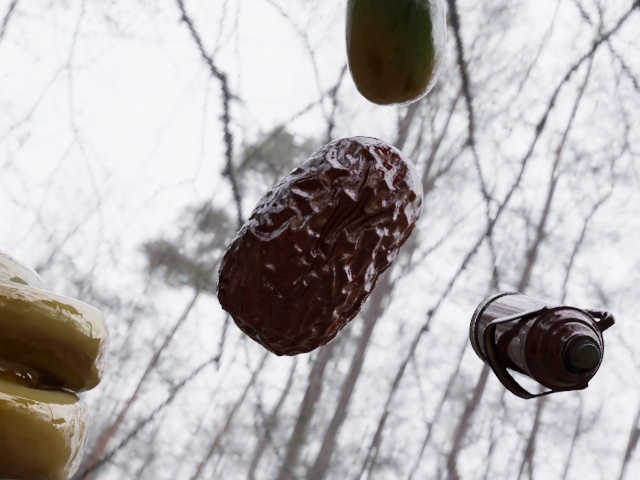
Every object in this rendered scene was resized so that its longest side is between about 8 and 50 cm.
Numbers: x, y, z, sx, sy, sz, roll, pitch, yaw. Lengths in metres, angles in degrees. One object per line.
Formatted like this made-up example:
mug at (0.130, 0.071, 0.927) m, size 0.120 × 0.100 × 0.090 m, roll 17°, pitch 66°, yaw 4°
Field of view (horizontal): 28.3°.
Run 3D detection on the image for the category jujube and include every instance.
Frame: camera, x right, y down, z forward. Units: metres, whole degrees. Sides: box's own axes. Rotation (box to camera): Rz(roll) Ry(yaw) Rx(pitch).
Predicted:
jujube at (0.000, 0.000, 0.929) m, size 0.109 × 0.176 × 0.112 m, roll 41°, pitch -14°, yaw -9°

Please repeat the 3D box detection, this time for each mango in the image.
mango at (0.077, -0.272, 1.431) m, size 0.114 × 0.251 × 0.156 m, roll -7°, pitch -21°, yaw 1°

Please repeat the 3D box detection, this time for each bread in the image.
bread at (-0.421, 0.108, 1.284) m, size 0.423 × 0.245 × 0.329 m, roll 19°, pitch -24°, yaw 8°

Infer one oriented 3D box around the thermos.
thermos at (0.246, 0.107, 1.372) m, size 0.099 × 0.124 × 0.232 m, roll 63°, pitch -11°, yaw -7°
